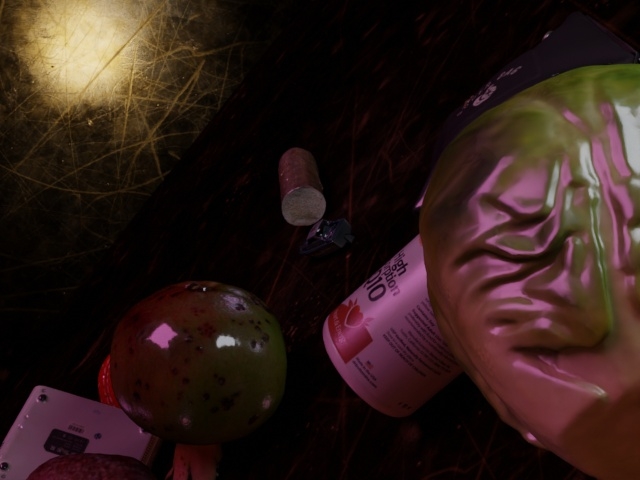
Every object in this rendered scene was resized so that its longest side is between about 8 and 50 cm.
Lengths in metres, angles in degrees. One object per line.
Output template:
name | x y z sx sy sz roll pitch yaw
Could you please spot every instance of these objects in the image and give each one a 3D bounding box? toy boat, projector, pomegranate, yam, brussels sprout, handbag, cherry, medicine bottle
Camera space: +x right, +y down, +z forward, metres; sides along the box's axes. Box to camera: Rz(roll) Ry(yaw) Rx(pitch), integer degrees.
toy boat | 0.000 0.000 1.672 0.141 0.060 0.055 -24 34 56
projector | -0.423 0.382 1.614 0.108 0.250 0.198 103 -174 -47
pomegranate | -0.169 0.219 1.437 0.290 0.324 0.291 -22 4 2
yam | -0.042 -0.115 1.911 0.093 0.093 0.259 -45 21 15
brussels sprout | 0.237 0.028 0.810 0.289 0.281 0.355 -17 49 13
handbag | 0.273 -0.169 1.254 0.342 0.152 0.288 -38 22 29
cherry | -0.335 0.435 1.370 0.203 0.230 0.300 -57 38 42
medicine bottle | 0.151 0.064 1.088 0.288 0.157 0.157 -43 21 18

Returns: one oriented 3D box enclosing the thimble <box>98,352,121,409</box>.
thimble | -0.314 0.253 1.732 0.125 0.163 0.190 -27 30 45
